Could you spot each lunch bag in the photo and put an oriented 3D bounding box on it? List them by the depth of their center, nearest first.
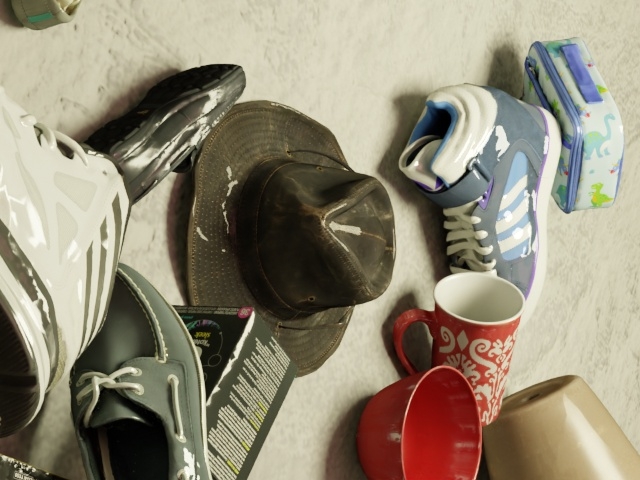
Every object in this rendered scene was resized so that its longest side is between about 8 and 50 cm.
[{"bbox_3d":[0.338,-0.161,1.967,0.176,0.090,0.219,90,-11,-45],"label":"lunch bag"}]

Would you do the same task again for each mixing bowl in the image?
[{"bbox_3d":[0.106,0.239,1.733,0.181,0.098,0.181,4,85,-54],"label":"mixing bowl"}]

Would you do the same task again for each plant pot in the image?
[{"bbox_3d":[0.322,0.311,1.935,0.263,0.263,0.229,-26,92,-51],"label":"plant pot"}]

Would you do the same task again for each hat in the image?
[{"bbox_3d":[0.000,0.000,1.567,0.331,0.134,0.331,0,90,-54],"label":"hat"}]

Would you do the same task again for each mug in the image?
[{"bbox_3d":[0.172,0.136,1.814,0.113,0.150,0.169,-55,153,-54],"label":"mug"}]

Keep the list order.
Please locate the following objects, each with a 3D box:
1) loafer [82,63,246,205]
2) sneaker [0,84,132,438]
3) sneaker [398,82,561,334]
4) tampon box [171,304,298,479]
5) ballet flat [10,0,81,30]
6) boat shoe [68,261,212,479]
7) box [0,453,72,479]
[{"bbox_3d":[-0.148,-0.104,1.418,0.223,0.076,0.078,-44,128,-40],"label":"loafer"},{"bbox_3d":[-0.301,-0.086,1.180,0.257,0.169,0.447,-52,126,-65],"label":"sneaker"},{"bbox_3d":[0.175,-0.038,1.841,0.236,0.130,0.323,8,94,-37],"label":"sneaker"},{"bbox_3d":[-0.118,0.156,1.407,0.101,0.120,0.161,56,47,-38],"label":"tampon box"},{"bbox_3d":[-0.214,-0.281,1.332,0.072,0.068,0.213,47,53,-43],"label":"ballet flat"},{"bbox_3d":[-0.161,0.150,1.268,0.099,0.116,0.319,63,10,-67],"label":"boat shoe"},{"bbox_3d":[-0.309,0.297,1.180,0.322,0.079,0.257,35,60,-48],"label":"box"}]
